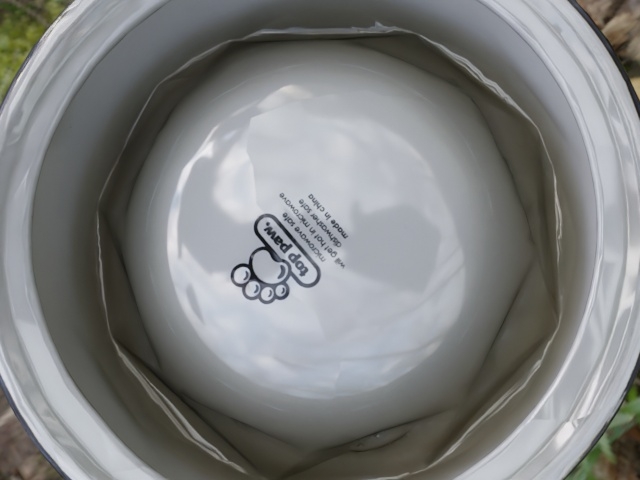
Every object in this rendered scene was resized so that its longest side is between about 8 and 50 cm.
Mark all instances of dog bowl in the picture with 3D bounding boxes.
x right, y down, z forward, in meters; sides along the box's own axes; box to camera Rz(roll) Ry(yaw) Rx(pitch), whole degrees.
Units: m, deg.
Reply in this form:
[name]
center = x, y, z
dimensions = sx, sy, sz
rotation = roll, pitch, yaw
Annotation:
[dog bowl]
center = 0.000, 0.000, 0.737
dimensions = 0.408, 0.150, 0.408
rotation = -1, 83, 6
